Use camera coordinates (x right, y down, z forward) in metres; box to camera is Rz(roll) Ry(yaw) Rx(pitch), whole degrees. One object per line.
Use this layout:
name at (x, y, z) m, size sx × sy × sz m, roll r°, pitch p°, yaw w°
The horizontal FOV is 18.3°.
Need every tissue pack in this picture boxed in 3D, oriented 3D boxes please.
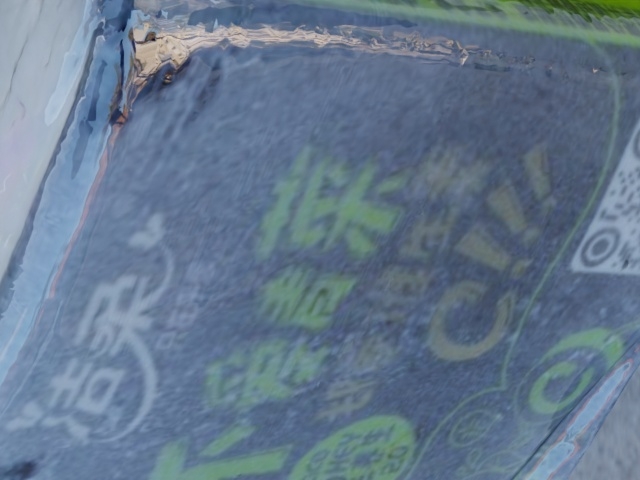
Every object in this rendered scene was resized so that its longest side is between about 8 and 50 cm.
tissue pack at (0.000, 0.000, 0.879) m, size 0.124 × 0.394 × 0.288 m, roll 49°, pitch 124°, yaw 39°
